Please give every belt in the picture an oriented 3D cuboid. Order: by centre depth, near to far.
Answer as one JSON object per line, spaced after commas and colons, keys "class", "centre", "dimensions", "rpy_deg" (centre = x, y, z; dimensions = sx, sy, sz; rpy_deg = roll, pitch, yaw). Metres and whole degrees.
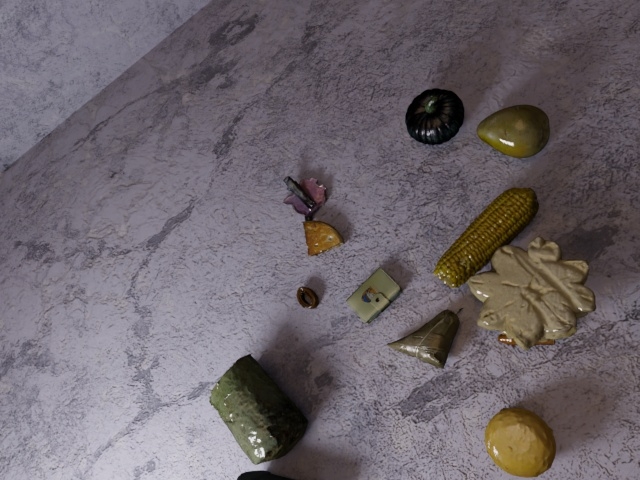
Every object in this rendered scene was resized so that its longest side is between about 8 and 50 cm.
{"class": "belt", "centre": [-0.043, 0.192, 1.414], "dimensions": [0.059, 0.036, 0.083], "rpy_deg": [-50, 60, 8]}

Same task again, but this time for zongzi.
{"class": "zongzi", "centre": [0.299, 0.249, 1.226], "dimensions": [0.178, 0.081, 0.189], "rpy_deg": [14, 72, 37]}

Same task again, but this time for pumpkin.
{"class": "pumpkin", "centre": [0.370, -0.402, 1.391], "dimensions": [0.194, 0.150, 0.194], "rpy_deg": [-33, 49, 49]}

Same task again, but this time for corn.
{"class": "corn", "centre": [0.471, -0.011, 1.214], "dimensions": [0.363, 0.120, 0.120], "rpy_deg": [-44, 61, 4]}

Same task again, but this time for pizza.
{"class": "pizza", "centre": [0.000, 0.000, 1.457], "dimensions": [0.178, 0.041, 0.130], "rpy_deg": [15, 84, 23]}

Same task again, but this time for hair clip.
{"class": "hair clip", "centre": [-0.059, -0.165, 1.545], "dimensions": [0.187, 0.056, 0.146], "rpy_deg": [41, 94, 18]}

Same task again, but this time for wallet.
{"class": "wallet", "centre": [0.169, 0.172, 1.325], "dimensions": [0.155, 0.039, 0.110], "rpy_deg": [-45, 57, 3]}

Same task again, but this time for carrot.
{"class": "carrot", "centre": [0.542, 0.258, 1.126], "dimensions": [0.139, 0.048, 0.048], "rpy_deg": [-10, 68, 23]}

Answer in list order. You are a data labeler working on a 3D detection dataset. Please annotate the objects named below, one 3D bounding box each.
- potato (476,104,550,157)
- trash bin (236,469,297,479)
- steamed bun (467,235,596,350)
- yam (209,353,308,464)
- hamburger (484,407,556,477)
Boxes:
{"class": "potato", "centre": [0.574, -0.329, 1.280], "dimensions": [0.194, 0.157, 0.157], "rpy_deg": [16, 78, 41]}
{"class": "trash bin", "centre": [-0.128, 0.718, 1.183], "dimensions": [0.236, 0.177, 0.101], "rpy_deg": [0, 71, 20]}
{"class": "steamed bun", "centre": [0.536, 0.147, 1.107], "dimensions": [0.292, 0.137, 0.295], "rpy_deg": [0, 65, 23]}
{"class": "yam", "centre": [-0.190, 0.512, 1.277], "dimensions": [0.300, 0.195, 0.195], "rpy_deg": [39, 90, 30]}
{"class": "hamburger", "centre": [0.481, 0.484, 1.030], "dimensions": [0.162, 0.115, 0.162], "rpy_deg": [-8, 71, 23]}
